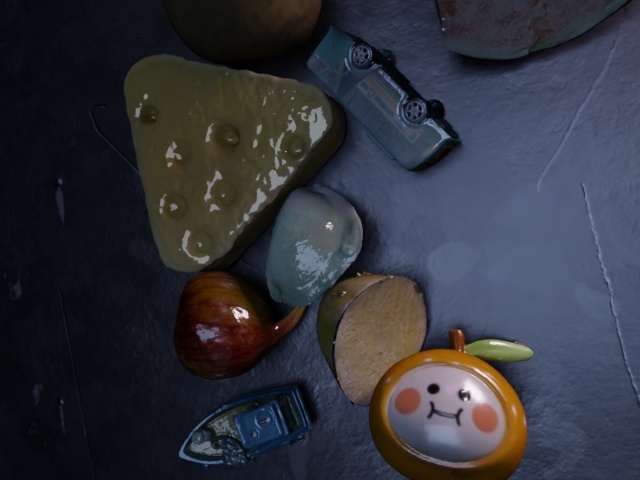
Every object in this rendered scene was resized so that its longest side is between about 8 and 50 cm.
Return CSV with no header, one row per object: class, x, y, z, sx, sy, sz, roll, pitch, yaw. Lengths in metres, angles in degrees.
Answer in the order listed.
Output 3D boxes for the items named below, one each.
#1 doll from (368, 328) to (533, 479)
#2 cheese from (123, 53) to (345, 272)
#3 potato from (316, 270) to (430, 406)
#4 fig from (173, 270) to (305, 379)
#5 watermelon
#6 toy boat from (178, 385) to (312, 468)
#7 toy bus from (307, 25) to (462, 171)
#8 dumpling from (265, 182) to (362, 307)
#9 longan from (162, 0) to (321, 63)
doll,0.181,0.225,0.765,0.214,0.213,0.236,11,57,19
cheese,-0.172,-0.113,0.918,0.384,0.104,0.383,0,89,19
potato,0.060,0.133,0.828,0.117,0.182,0.202,23,138,48
fig,-0.128,0.142,0.882,0.207,0.175,0.175,10,93,-1
watermelon,0.300,-0.372,0.717,0.305,0.180,0.223,-12,100,17
toy boat,-0.133,0.319,0.906,0.238,0.098,0.109,-26,79,18
toy bus,0.097,-0.219,0.838,0.109,0.091,0.261,-46,75,24
dumpling,-0.003,0.004,0.850,0.149,0.105,0.216,9,70,13
longan,-0.130,-0.387,0.856,0.246,0.215,0.245,23,132,29
